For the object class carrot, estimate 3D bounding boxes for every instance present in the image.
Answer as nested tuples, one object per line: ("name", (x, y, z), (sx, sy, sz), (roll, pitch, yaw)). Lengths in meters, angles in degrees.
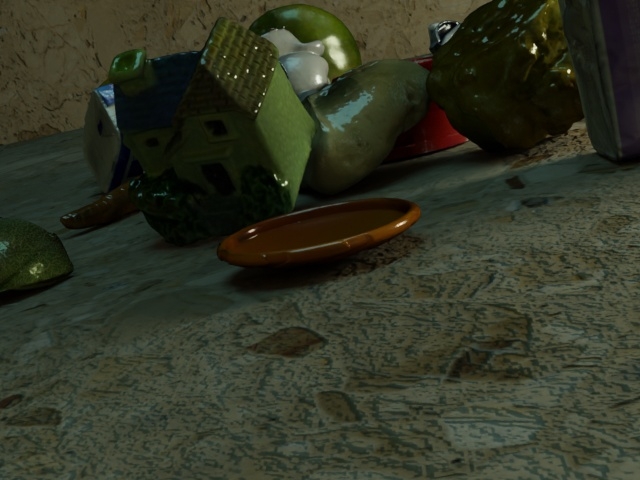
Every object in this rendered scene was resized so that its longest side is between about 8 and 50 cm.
("carrot", (-0.287, -0.047, 1.696), (0.047, 0.047, 0.191), (-5, 17, 33))

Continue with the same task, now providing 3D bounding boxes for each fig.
("fig", (-0.006, -0.286, 2.168), (0.233, 0.233, 0.314), (-5, -8, 35))

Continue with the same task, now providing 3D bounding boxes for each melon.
("melon", (-0.356, 0.023, 1.314), (0.160, 0.079, 0.128), (-11, 10, 7))

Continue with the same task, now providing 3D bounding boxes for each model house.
("model house", (-0.141, -0.128, 1.376), (0.214, 0.189, 0.195), (-4, 41, 22))

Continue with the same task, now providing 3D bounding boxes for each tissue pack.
("tissue pack", (0.434, -0.236, 1.319), (0.338, 0.242, 0.160), (-12, 9, 2))
("tissue pack", (-0.236, -0.197, 1.987), (0.270, 0.137, 0.209), (-19, -17, -23))

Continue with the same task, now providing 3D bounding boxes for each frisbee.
("frisbee", (0.000, 0.000, 1.143), (0.192, 0.035, 0.192), (-12, 12, 3))

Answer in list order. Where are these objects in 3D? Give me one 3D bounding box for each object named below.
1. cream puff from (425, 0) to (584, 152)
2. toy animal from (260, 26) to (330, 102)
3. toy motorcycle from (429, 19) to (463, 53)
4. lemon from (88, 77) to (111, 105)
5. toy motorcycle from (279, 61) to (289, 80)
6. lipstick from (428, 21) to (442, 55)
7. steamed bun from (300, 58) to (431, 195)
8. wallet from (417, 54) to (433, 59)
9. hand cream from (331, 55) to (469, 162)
("cream puff", (0.249, -0.216, 1.527), (0.244, 0.196, 0.244), (-31, -4, -3))
("toy animal", (-0.015, -0.202, 1.767), (0.131, 0.221, 0.104), (-10, -37, -37))
("toy motorcycle", (0.283, -0.311, 2.099), (0.270, 0.159, 0.106), (-2, 37, 50))
("lemon", (-0.316, -0.214, 2.190), (0.257, 0.188, 0.188), (-15, 7, 39))
("toy motorcycle", (-0.113, -0.148, 1.615), (0.169, 0.113, 0.315), (-41, 27, 25))
("lipstick", (0.231, -0.336, 2.309), (0.040, 0.141, 0.040), (-10, 12, 2))
("steamed bun", (0.030, -0.148, 1.544), (0.231, 0.110, 0.212), (-34, 16, 14))
("wallet", (0.341, -0.260, 1.850), (0.342, 0.075, 0.237), (-13, 28, -25))
("hand cream", (0.115, -0.186, 1.731), (0.193, 0.125, 0.193), (-13, 8, 2))
